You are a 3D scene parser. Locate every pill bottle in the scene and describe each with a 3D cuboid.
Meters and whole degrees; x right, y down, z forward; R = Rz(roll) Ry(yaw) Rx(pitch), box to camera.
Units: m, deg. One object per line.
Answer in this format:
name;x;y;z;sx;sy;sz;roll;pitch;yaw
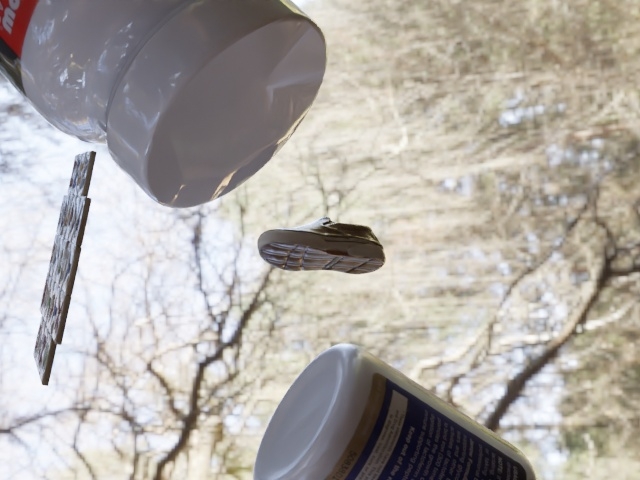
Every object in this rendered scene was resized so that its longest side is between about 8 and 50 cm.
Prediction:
pill bottle;0.088;0.214;0.881;0.264;0.153;0.153;34;-135;-14
pill bottle;-0.175;-0.207;0.796;0.210;0.363;0.210;-38;-22;-19

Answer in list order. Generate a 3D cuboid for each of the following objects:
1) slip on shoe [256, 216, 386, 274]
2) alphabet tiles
slip on shoe;0.000;0.000;0.914;0.135;0.051;0.041;6;-119;-35
alphabet tiles;-0.331;0.026;1.335;0.342;0.011;0.285;-171;92;-72
